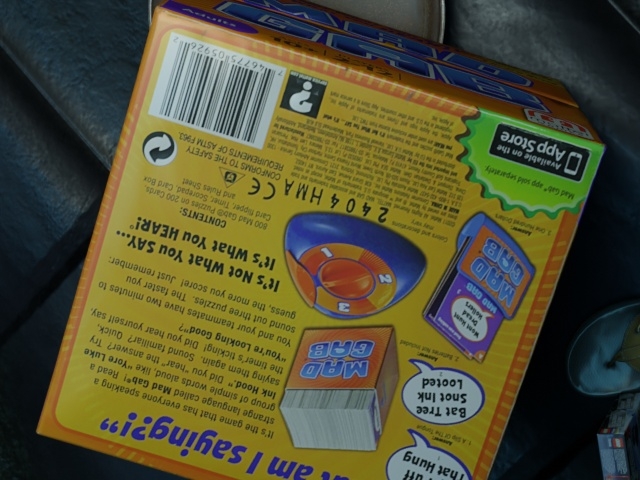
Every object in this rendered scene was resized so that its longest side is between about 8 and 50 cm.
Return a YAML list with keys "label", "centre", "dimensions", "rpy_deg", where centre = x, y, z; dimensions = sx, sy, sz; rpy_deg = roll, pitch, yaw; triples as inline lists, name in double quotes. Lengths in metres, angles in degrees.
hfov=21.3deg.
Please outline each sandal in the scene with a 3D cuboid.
- label: "sandal"
  centre: [0.325, 0.094, 1.560]
  dimensions: [0.219, 0.060, 0.090]
  rpy_deg: [-10, 91, 23]

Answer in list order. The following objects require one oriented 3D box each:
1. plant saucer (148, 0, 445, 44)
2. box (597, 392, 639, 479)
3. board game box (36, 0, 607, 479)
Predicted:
- label: "plant saucer"
  centre: [-0.020, -0.223, 1.674]
  dimensions: [0.310, 0.050, 0.310]
  rpy_deg: [4, 100, 21]
- label: "box"
  centre: [0.283, 0.220, 1.557]
  dimensions: [0.027, 0.094, 0.137]
  rpy_deg: [-4, 106, 23]
- label: "board game box"
  centre: [0.000, 0.000, 1.468]
  dimensions: [0.356, 0.356, 0.356]
  rpy_deg: [17, 103, -3]
